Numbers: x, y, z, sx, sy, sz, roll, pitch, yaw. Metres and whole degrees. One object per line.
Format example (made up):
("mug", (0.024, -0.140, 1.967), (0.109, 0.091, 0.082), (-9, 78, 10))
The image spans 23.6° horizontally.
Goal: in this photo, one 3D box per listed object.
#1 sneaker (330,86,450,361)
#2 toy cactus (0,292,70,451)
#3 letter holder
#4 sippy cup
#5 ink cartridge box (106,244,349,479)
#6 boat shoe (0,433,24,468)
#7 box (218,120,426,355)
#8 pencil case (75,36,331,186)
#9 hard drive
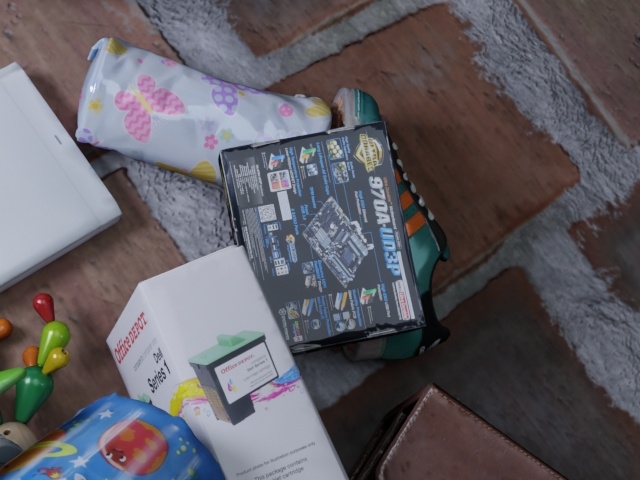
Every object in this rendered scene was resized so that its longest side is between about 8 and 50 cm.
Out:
("sneaker", (0.073, -0.019, 1.672), (0.121, 0.108, 0.302), (-2, 79, -18))
("toy cactus", (-0.316, 0.165, 1.495), (0.219, 0.112, 0.180), (-34, 93, -33))
("letter holder", (0.157, 0.327, 1.543), (0.301, 0.152, 0.214), (36, 67, -2))
("sippy cup", (-0.200, 0.261, 1.324), (0.240, 0.306, 0.224), (22, 44, 24))
("ink cartridge box", (-0.093, 0.172, 1.492), (0.117, 0.201, 0.278), (-20, 77, -23))
("boat shoe", (-0.392, 0.296, 1.391), (0.103, 0.118, 0.320), (34, 89, 37))
("box", (0.000, 0.000, 1.568), (0.175, 0.051, 0.220), (-11, 86, -8))
("pencil case", (-0.124, -0.128, 1.641), (0.273, 0.113, 0.124), (15, 82, -10))
("hard drive", (-0.387, -0.029, 1.568), (0.307, 0.040, 0.203), (-33, 83, -25))
